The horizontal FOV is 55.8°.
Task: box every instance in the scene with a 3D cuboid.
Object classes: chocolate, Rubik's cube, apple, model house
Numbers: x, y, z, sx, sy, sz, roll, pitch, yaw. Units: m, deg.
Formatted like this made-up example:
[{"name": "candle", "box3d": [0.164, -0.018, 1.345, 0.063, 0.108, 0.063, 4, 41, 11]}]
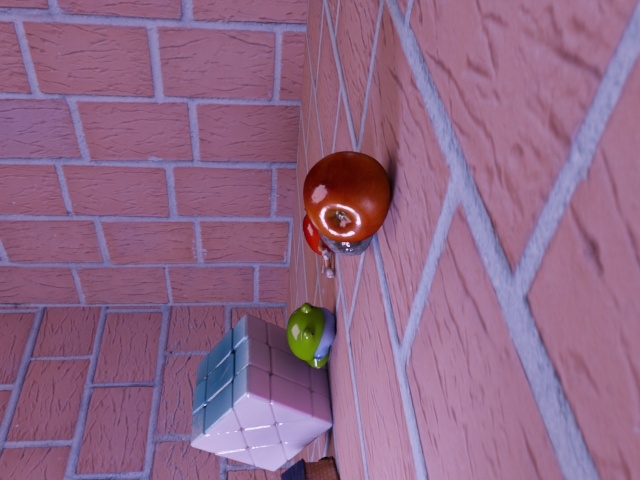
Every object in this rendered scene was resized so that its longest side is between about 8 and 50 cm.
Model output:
[{"name": "chocolate", "box3d": [0.048, -0.025, 1.273, 0.248, 0.110, 0.110, -161, 71, -84]}, {"name": "Rubik's cube", "box3d": [-0.187, 0.479, 1.895, 0.322, 0.319, 0.316, -45, 32, 29]}, {"name": "apple", "box3d": [0.046, -0.075, 1.063, 0.139, 0.163, 0.163, -80, -2, -45]}, {"name": "model house", "box3d": [-0.039, 0.725, 1.703, 0.166, 0.172, 0.183, -140, 51, -80]}]

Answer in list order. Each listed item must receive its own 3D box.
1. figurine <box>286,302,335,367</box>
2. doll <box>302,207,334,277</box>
[{"name": "figurine", "box3d": [-0.023, 0.290, 1.786, 0.263, 0.143, 0.162, 81, -170, -56]}, {"name": "doll", "box3d": [0.000, 0.000, 1.815, 0.183, 0.085, 0.217, -135, 29, -84]}]
